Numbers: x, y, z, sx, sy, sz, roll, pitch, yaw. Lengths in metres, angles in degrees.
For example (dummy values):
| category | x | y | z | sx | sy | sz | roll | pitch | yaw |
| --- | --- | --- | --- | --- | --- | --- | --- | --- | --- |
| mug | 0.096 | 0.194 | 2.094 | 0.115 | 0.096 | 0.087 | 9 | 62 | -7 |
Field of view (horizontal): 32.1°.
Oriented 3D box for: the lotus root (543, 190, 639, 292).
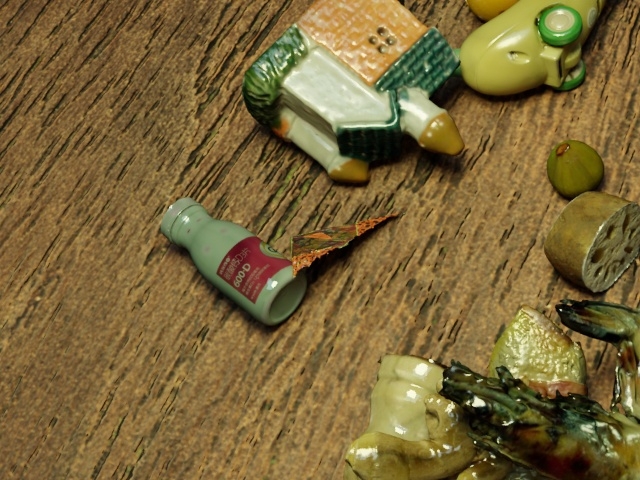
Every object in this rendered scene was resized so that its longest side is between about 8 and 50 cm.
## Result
| category | x | y | z | sx | sy | sz | roll | pitch | yaw |
| --- | --- | --- | --- | --- | --- | --- | --- | --- | --- |
| lotus root | 0.345 | -0.005 | 1.402 | 0.122 | 0.112 | 0.081 | -44 | 55 | -11 |

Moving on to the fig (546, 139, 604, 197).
| category | x | y | z | sx | sy | sz | roll | pitch | yaw |
| --- | --- | --- | --- | --- | --- | --- | --- | --- | --- |
| fig | 0.334 | -0.100 | 1.472 | 0.074 | 0.088 | 0.074 | -18 | 49 | 22 |

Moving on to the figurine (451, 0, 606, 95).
| category | x | y | z | sx | sy | sz | roll | pitch | yaw |
| --- | --- | --- | --- | --- | --- | --- | --- | --- | --- |
| figurine | 0.301 | -0.343 | 1.597 | 0.222 | 0.124 | 0.325 | 21 | 68 | 28 |

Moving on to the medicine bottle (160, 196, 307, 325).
| category | x | y | z | sx | sy | sz | roll | pitch | yaw |
| --- | --- | --- | --- | --- | --- | --- | --- | --- | --- |
| medicine bottle | -0.122 | 0.023 | 1.512 | 0.216 | 0.090 | 0.090 | 36 | 75 | 27 |

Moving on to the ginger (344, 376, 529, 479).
| category | x | y | z | sx | sy | sz | roll | pitch | yaw |
| --- | --- | --- | --- | --- | --- | --- | --- | --- | --- |
| ginger | 0.129 | 0.214 | 1.235 | 0.214 | 0.059 | 0.133 | 1 | 82 | -11 |

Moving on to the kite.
| category | x | y | z | sx | sy | sz | roll | pitch | yaw |
| --- | --- | --- | --- | --- | --- | --- | --- | --- | --- |
| kite | 0.000 | -0.001 | 1.515 | 0.222 | 0.008 | 0.125 | -29 | 22 | -38 |

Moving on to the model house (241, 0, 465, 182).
| category | x | y | z | sx | sy | sz | roll | pitch | yaw |
| --- | --- | --- | --- | --- | --- | --- | --- | --- | --- |
| model house | 0.079 | -0.199 | 1.554 | 0.301 | 0.190 | 0.271 | 42 | 78 | 16 |

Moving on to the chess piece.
| category | x | y | z | sx | sy | sz | roll | pitch | yaw |
| --- | --- | --- | --- | --- | --- | --- | --- | --- | --- |
| chess piece | 0.077 | 0.289 | 1.296 | 0.137 | 0.137 | 0.301 | 15 | 67 | 21 |

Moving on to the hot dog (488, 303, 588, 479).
| category | x | y | z | sx | sy | sz | roll | pitch | yaw |
| --- | --- | --- | --- | --- | --- | --- | --- | --- | --- |
| hot dog | 0.255 | 0.212 | 1.311 | 0.123 | 0.093 | 0.262 | 7 | 74 | -5 |

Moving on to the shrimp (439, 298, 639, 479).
| category | x | y | z | sx | sy | sz | roll | pitch | yaw |
| --- | --- | --- | --- | --- | --- | --- | --- | --- | --- |
| shrimp | 0.295 | 0.164 | 1.245 | 0.364 | 0.071 | 0.233 | 21 | 65 | -20 |
